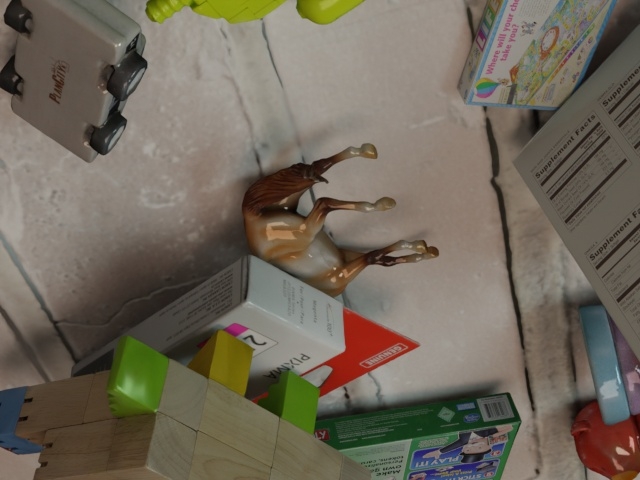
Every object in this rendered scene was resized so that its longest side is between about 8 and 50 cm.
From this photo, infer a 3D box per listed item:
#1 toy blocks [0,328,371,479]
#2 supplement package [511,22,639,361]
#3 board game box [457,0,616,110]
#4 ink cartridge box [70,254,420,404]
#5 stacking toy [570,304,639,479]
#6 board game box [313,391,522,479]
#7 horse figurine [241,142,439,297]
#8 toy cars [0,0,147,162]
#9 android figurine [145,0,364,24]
[{"bbox_3d":[-0.143,0.227,1.080,0.261,0.191,0.381,-15,143,37],"label":"toy blocks"},{"bbox_3d":[0.344,-0.025,0.975,0.199,0.263,0.198,15,128,-39],"label":"supplement package"},{"bbox_3d":[0.189,-0.182,0.965,0.103,0.026,0.154,2,132,-18],"label":"board game box"},{"bbox_3d":[-0.076,0.137,1.127,0.239,0.060,0.275,30,133,-35],"label":"ink cartridge box"},{"bbox_3d":[0.343,0.230,1.238,0.130,0.279,0.309,-13,137,12],"label":"stacking toy"},{"bbox_3d":[0.062,0.277,1.339,0.317,0.046,0.213,-7,140,-11],"label":"board game box"},{"bbox_3d":[0.000,0.000,1.050,0.174,0.066,0.263,-18,143,16],"label":"horse figurine"},{"bbox_3d":[-0.207,-0.209,0.773,0.176,0.087,0.394,14,147,33],"label":"toy cars"},{"bbox_3d":[-0.036,-0.259,0.811,0.273,0.056,0.248,-31,133,11],"label":"android figurine"}]
